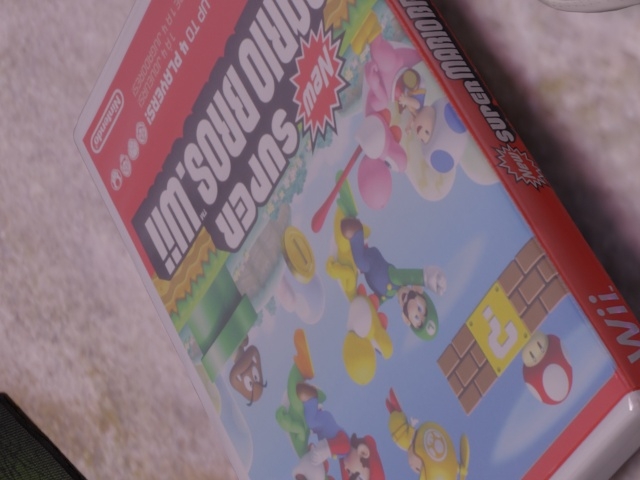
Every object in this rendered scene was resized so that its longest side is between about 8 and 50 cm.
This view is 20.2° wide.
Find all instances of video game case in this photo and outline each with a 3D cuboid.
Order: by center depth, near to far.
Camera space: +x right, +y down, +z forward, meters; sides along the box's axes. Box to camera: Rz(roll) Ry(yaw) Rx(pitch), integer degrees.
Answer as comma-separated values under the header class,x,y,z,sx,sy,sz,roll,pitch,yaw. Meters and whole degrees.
class,x,y,z,sx,sy,sz,roll,pitch,yaw
video game case,0.000,0.000,0.662,0.285,0.025,0.204,61,139,27

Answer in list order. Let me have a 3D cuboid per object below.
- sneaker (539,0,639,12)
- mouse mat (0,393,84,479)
class,x,y,z,sx,sy,sz,roll,pitch,yaw
sneaker,0.091,-0.121,0.465,0.087,0.092,0.228,69,158,9
mouse mat,-0.128,0.184,0.903,0.189,0.007,0.153,38,127,38
